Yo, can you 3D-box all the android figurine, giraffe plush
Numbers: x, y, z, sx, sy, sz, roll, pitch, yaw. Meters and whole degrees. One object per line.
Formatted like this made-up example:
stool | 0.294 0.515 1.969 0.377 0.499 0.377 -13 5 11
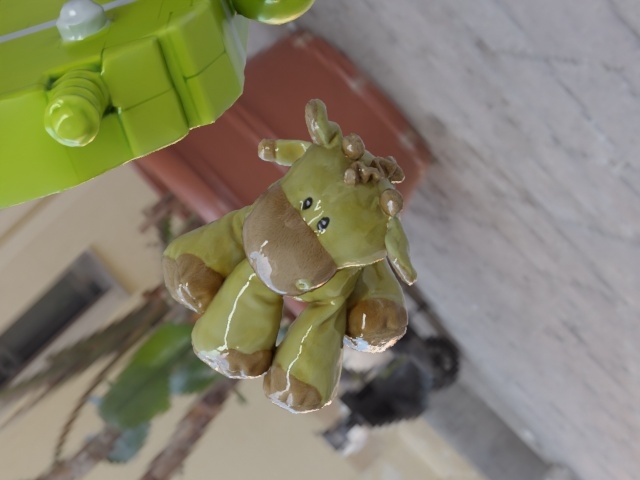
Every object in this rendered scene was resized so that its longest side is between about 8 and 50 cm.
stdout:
android figurine | -0.117 -0.087 0.659 0.273 0.248 0.056 -86 -21 -64
giraffe plush | 0.000 0.000 1.054 0.181 0.210 0.170 32 164 -2
